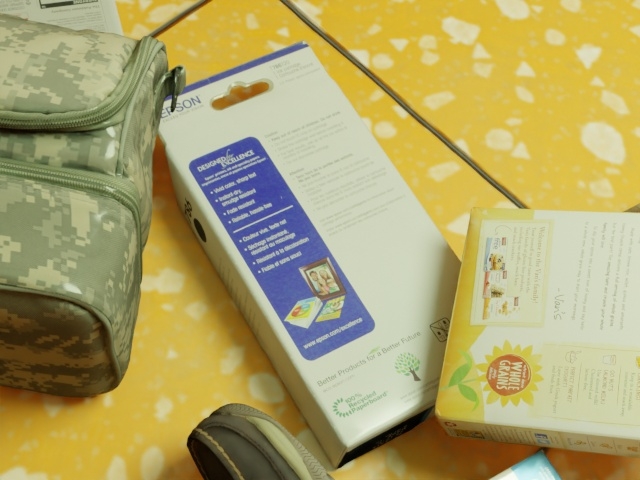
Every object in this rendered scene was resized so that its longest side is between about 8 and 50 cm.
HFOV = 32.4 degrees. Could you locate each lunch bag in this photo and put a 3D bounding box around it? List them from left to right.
[{"bbox_3d":[-0.265,-0.051,0.788,0.305,0.212,0.256,9,63,-2],"label":"lunch bag"}]

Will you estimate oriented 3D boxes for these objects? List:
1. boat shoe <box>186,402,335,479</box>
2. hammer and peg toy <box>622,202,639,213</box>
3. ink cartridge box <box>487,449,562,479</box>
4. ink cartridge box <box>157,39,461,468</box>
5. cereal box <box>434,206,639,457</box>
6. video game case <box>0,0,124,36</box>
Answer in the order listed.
[{"bbox_3d":[-0.008,0.269,0.700,0.130,0.132,0.355,-24,66,-20],"label":"boat shoe"},{"bbox_3d":[0.419,0.053,0.832,0.265,0.127,0.361,-25,51,-19],"label":"hammer and peg toy"},{"bbox_3d":[0.110,0.228,0.762,0.143,0.090,0.092,-23,67,-18],"label":"ink cartridge box"},{"bbox_3d":[0.000,0.000,0.888,0.165,0.065,0.333,-24,69,-19],"label":"ink cartridge box"},{"bbox_3d":[0.212,0.063,0.768,0.240,0.047,0.173,4,62,22],"label":"cereal box"},{"bbox_3d":[-0.266,-0.145,0.954,0.201,0.023,0.183,-10,63,-15],"label":"video game case"}]
